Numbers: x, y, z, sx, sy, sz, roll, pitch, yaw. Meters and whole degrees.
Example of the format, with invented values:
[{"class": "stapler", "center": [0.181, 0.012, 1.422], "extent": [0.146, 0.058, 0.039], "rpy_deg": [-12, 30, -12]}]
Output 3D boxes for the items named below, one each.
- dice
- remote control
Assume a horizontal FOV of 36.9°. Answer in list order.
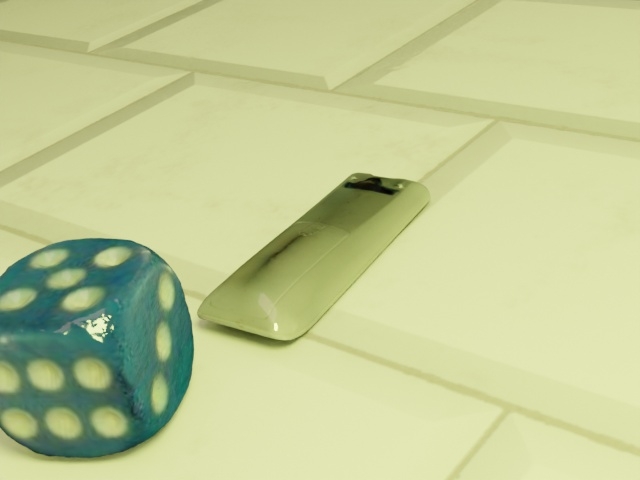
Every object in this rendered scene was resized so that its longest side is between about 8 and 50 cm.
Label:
[{"class": "dice", "center": [-0.197, 0.090, 0.814], "extent": [0.143, 0.147, 0.146], "rpy_deg": [-3, 31, 15]}, {"class": "remote control", "center": [0.000, 0.000, 1.003], "extent": [0.109, 0.055, 0.313], "rpy_deg": [11, 35, 31]}]
